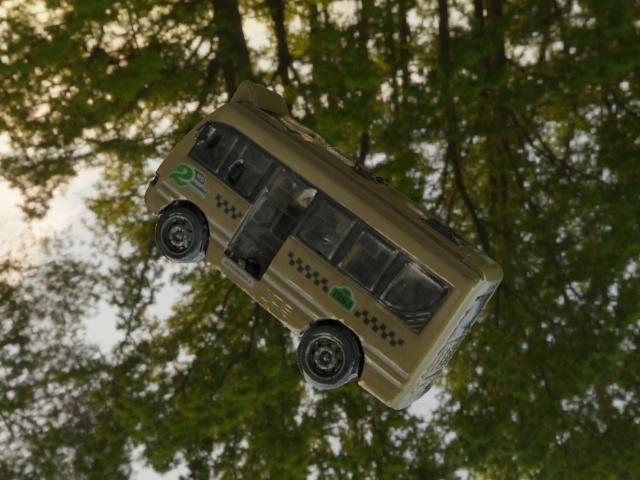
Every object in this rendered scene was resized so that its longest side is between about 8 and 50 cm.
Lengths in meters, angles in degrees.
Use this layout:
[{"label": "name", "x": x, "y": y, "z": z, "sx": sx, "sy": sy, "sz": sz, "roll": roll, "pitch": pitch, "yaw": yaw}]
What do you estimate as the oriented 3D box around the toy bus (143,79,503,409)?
[{"label": "toy bus", "x": 0.000, "y": 0.000, "z": 0.762, "sx": 0.365, "sy": 0.202, "sz": 0.177, "roll": 37, "pitch": -166, "yaw": 18}]
